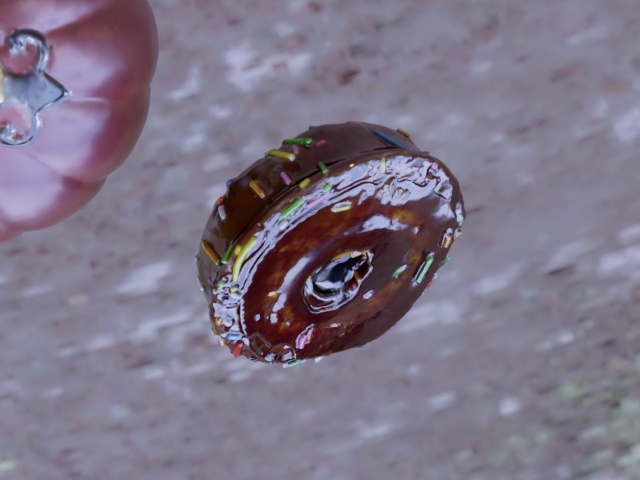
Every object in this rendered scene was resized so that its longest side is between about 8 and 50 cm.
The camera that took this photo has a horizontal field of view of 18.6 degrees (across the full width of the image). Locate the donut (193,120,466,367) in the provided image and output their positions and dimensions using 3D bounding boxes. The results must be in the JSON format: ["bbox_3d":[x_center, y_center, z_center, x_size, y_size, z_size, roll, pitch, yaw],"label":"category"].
[{"bbox_3d":[0.000,0.000,1.551,0.235,0.089,0.235,-24,145,-18],"label":"donut"}]

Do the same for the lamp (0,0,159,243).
[{"bbox_3d":[-0.276,-0.144,1.518,0.303,0.303,0.257,-22,-170,12],"label":"lamp"}]
